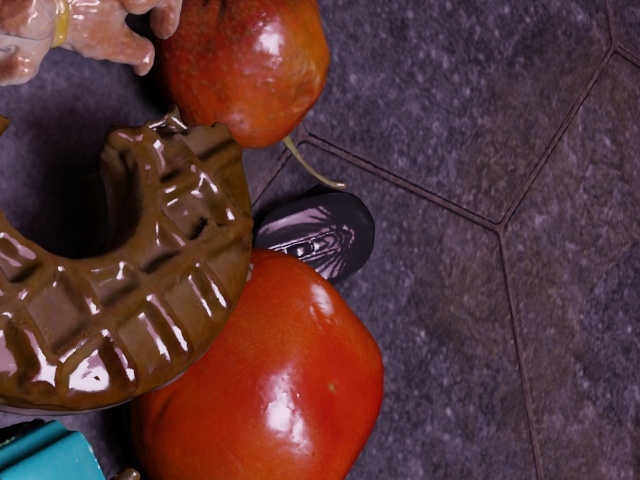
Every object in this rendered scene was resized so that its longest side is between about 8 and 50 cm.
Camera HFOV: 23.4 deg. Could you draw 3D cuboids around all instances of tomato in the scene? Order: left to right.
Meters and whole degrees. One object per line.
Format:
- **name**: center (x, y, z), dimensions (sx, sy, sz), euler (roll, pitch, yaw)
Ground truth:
- **tomato**: center (-0.053, 0.133, 1.371), dimensions (0.260, 0.180, 0.259), euler (14, 71, -47)

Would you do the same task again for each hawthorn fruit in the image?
- **hawthorn fruit**: center (-0.053, -0.126, 1.423), dimensions (0.165, 0.165, 0.285), euler (-55, 142, -31)

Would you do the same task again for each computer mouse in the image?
- **computer mouse**: center (0.000, 0.000, 1.512), dimensions (0.172, 0.057, 0.099), euler (-20, 101, -43)

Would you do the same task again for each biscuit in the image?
- **biscuit**: center (-0.211, 0.005, 1.198), dimensions (0.366, 0.115, 0.268), euler (6, 68, -33)

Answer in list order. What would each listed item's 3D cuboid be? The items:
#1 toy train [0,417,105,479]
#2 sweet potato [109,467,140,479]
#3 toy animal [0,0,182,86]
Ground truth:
- **toy train**: center (-0.231, 0.220, 1.179), dimensions (0.107, 0.198, 0.154), euler (-28, 96, -44)
- **sweet potato**: center (-0.220, 0.312, 1.279), dimensions (0.067, 0.067, 0.273), euler (42, 66, -37)
- **toy animal**: center (-0.202, -0.215, 1.241), dimensions (0.185, 0.104, 0.183), euler (-7, 138, -37)
